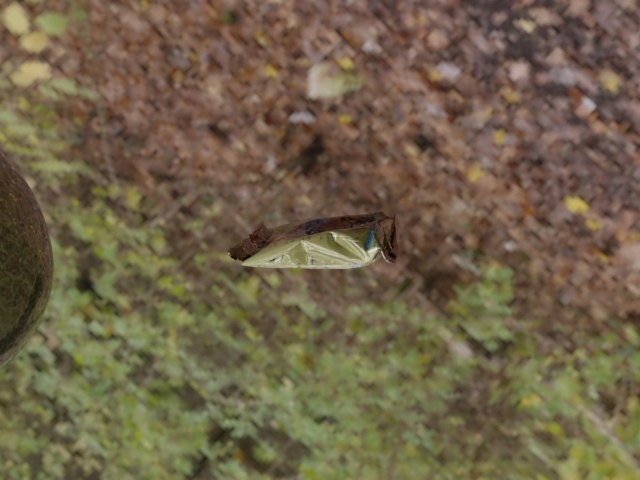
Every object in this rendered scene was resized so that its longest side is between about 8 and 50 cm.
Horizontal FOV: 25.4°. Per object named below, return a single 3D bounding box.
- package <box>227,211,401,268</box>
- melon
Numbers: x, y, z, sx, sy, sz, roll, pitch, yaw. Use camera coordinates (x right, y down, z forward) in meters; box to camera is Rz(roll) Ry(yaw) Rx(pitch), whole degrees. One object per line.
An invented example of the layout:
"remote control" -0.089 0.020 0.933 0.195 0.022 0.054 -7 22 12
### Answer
"package" 0.002 0.000 1.049 0.108 0.120 0.031 -48 -45 -74
"melon" -0.376 0.002 1.249 0.248 0.248 0.329 31 160 33
